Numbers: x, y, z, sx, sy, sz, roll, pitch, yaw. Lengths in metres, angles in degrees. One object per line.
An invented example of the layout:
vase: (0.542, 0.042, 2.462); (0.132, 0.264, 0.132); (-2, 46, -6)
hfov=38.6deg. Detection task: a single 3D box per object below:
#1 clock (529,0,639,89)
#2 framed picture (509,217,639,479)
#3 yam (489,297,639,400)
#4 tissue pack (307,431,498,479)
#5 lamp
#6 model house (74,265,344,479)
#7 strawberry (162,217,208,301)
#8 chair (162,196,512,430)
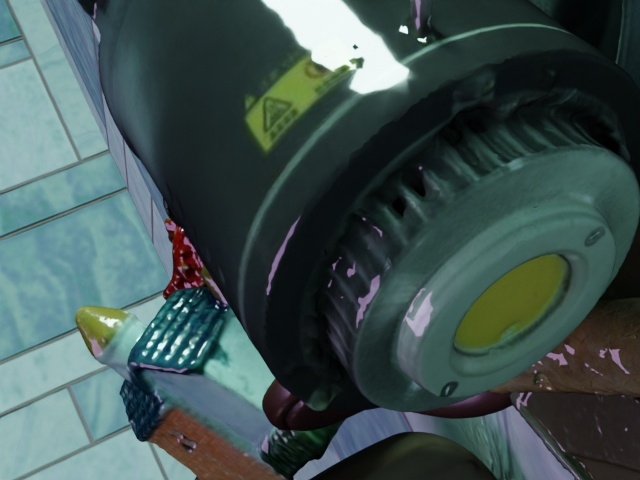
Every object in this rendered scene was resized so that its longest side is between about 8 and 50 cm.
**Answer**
clock: (0.090, -0.190, 0.530); (0.318, 0.066, 0.318); (57, 162, 29)
framed picture: (0.218, 0.110, 0.494); (0.265, 0.018, 0.192); (52, 135, 40)
yam: (0.186, 0.059, 0.461); (0.300, 0.066, 0.066); (-8, 106, 59)
tissue pack: (0.105, 0.410, 0.962); (0.387, 0.267, 0.277); (63, 160, 6)
lamp: (0.018, -0.058, 0.450); (0.374, 0.205, 0.272); (56, 176, -32)
model house: (-0.114, 0.127, 0.960); (0.291, 0.184, 0.253); (32, 143, -9)
strawberry: (-0.062, -0.002, 1.080); (0.261, 0.258, 0.261); (-5, -90, -87)
chair: (0.000, 0.000, 0.806); (0.401, 0.227, 0.226); (59, 163, 20)
